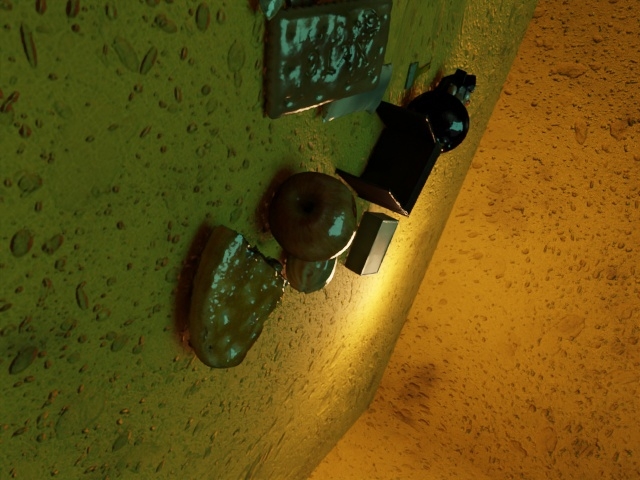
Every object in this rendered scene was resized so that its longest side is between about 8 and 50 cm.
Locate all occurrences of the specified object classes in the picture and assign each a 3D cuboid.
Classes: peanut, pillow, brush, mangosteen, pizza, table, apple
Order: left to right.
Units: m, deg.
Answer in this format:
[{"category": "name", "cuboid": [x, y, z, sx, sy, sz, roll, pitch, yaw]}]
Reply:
[{"category": "pizza", "cuboid": [-0.188, 0.123, 1.110, 0.278, 0.114, 0.409, -44, 152, -40]}, {"category": "apple", "cuboid": [-0.016, -0.055, 1.186, 0.211, 0.211, 0.188, -63, 156, -4]}, {"category": "peanut", "cuboid": [0.000, 0.000, 1.374, 0.313, 0.149, 0.149, -65, 159, 4]}, {"category": "pillow", "cuboid": [0.096, -0.373, 1.265, 0.254, 0.078, 0.144, -29, 142, -52]}, {"category": "table", "cuboid": [0.211, -0.244, 1.530, 0.251, 0.196, 0.282, -63, 156, -1]}, {"category": "brush", "cuboid": [0.335, -0.569, 1.697, 0.205, 0.011, 0.083, -40, 147, -48]}, {"category": "mangosteen", "cuboid": [0.381, -0.374, 1.712, 0.266, 0.228, 0.228, -69, 160, -12]}]

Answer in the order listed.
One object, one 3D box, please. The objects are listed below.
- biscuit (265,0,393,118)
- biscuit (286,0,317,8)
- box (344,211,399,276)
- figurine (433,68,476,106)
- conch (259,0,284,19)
[{"category": "biscuit", "cuboid": [0.024, -0.379, 1.033, 0.324, 0.044, 0.217, -25, 137, -34]}, {"category": "biscuit", "cuboid": [-0.023, -0.479, 0.954, 0.130, 0.019, 0.119, -51, 155, -31]}, {"category": "box", "cuboid": [0.189, 0.012, 1.867, 0.129, 0.086, 0.225, -1, 115, -54]}, {"category": "figurine", "cuboid": [0.479, -0.505, 1.912, 0.308, 0.143, 0.309, -163, -90, -73]}, {"category": "conch", "cuboid": [0.016, -0.540, 0.790, 0.203, 0.169, 0.386, 28, 86, -43]}]
